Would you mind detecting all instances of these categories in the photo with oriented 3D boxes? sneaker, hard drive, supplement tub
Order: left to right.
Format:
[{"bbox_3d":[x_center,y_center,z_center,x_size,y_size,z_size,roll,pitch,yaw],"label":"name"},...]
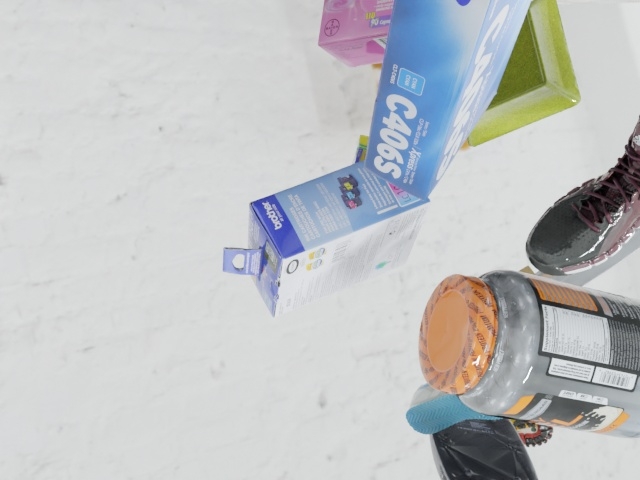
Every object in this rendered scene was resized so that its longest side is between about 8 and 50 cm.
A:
[{"bbox_3d":[0.257,0.260,1.418,0.228,0.087,0.092,-18,-160,25],"label":"sneaker"},{"bbox_3d":[0.275,0.375,1.434,0.171,0.054,0.255,10,-161,-5],"label":"hard drive"},{"bbox_3d":[0.365,0.378,1.669,0.225,0.088,0.093,-14,-160,25],"label":"sneaker"},{"bbox_3d":[0.303,0.149,1.094,0.315,0.194,0.193,13,167,-18],"label":"supplement tub"},{"bbox_3d":[0.363,-0.081,0.993,0.281,0.106,0.162,-33,143,-1],"label":"sneaker"}]

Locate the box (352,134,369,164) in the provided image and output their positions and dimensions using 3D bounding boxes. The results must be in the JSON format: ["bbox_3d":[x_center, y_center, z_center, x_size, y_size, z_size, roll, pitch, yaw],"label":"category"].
[{"bbox_3d":[0.162,-0.166,1.765,0.179,0.043,0.105,8,149,-3],"label":"box"}]

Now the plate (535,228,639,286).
[{"bbox_3d":[0.535,0.052,1.710,0.278,0.045,0.277,-31,176,-8],"label":"plate"}]

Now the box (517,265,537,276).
[{"bbox_3d":[0.346,0.159,1.515,0.201,0.164,0.021,-30,150,-3],"label":"box"}]

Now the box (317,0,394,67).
[{"bbox_3d":[0.127,-0.469,1.541,0.213,0.243,0.117,2,168,37],"label":"box"}]

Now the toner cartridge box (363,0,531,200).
[{"bbox_3d":[0.122,-0.194,0.684,0.165,0.075,0.348,-56,167,-25],"label":"toner cartridge box"}]

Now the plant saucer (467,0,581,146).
[{"bbox_3d":[0.279,-0.262,1.245,0.188,0.188,0.045,-21,159,35],"label":"plant saucer"}]

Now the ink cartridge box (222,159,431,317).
[{"bbox_3d":[0.000,0.000,1.667,0.395,0.151,0.270,-23,155,-19],"label":"ink cartridge box"}]
